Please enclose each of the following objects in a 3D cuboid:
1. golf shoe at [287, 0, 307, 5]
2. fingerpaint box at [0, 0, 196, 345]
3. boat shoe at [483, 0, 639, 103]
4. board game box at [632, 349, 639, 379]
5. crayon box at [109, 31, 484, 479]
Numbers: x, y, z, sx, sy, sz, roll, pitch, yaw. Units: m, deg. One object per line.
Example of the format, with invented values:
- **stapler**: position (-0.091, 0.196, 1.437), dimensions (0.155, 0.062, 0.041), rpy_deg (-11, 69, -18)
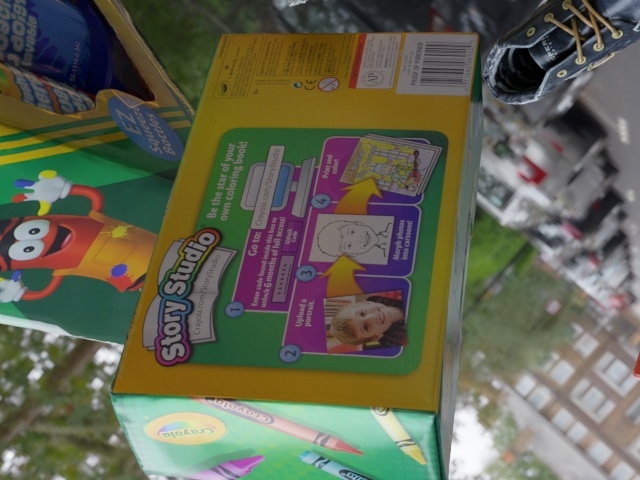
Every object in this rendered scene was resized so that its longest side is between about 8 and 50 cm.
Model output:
- **golf shoe**: position (0.006, -0.209, 0.832), dimensions (0.176, 0.086, 0.069), rpy_deg (-163, 54, -89)
- **fingerpaint box**: position (-0.303, -0.151, 0.938), dimensions (0.371, 0.163, 0.445), rpy_deg (17, -151, -46)
- **boat shoe**: position (0.178, -0.143, 0.838), dimensions (0.065, 0.083, 0.183), rpy_deg (53, 156, 2)
- **board game box**: position (0.471, 0.036, 1.404), dimensions (0.064, 0.316, 0.242), rpy_deg (9, 168, 47)
- **crayon box**: position (0.000, 0.000, 0.725), dimensions (0.081, 0.165, 0.278), rpy_deg (78, -162, -49)
